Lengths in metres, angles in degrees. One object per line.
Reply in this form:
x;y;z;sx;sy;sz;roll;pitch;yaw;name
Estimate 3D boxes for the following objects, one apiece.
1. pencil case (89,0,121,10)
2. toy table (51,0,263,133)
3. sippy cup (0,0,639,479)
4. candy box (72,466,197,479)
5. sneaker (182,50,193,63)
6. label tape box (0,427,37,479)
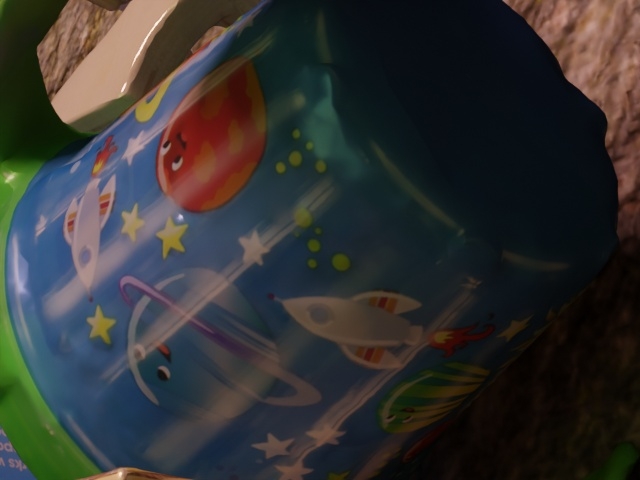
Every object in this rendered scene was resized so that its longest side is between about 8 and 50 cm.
-0.024;-0.293;0.489;0.183;0.160;0.410;164;118;-71;pencil case
-0.038;-0.151;0.736;0.274;0.252;0.161;-32;39;42;toy table
0.000;0.000;0.610;0.224;0.305;0.240;-41;38;39;sippy cup
-0.011;0.163;0.526;0.183;0.316;0.088;-23;60;37;candy box
-0.097;-0.020;0.858;0.086;0.085;0.237;127;136;-56;sneaker
-0.209;0.143;0.778;0.347;0.249;0.115;-13;67;42;label tape box
